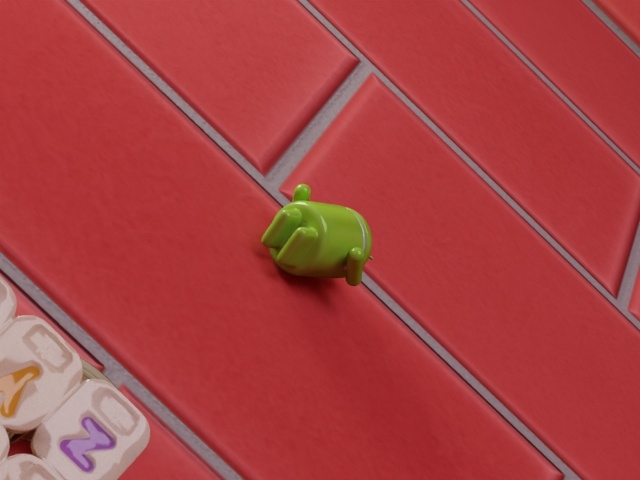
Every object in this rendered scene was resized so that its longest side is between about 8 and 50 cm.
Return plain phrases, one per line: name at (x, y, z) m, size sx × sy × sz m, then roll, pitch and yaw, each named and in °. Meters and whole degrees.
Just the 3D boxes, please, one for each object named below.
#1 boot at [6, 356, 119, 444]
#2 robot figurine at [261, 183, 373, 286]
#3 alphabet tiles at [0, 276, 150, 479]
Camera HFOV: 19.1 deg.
boot at (-0.211, 0.132, 1.200) m, size 0.213 × 0.077 × 0.165 m, roll 28°, pitch 34°, yaw -33°
robot figurine at (0.000, 0.000, 1.699) m, size 0.115 × 0.067 × 0.101 m, roll 7°, pitch 34°, yaw -52°
alphabet tiles at (-0.237, 0.143, 1.083) m, size 0.284 × 0.021 × 0.278 m, roll 44°, pitch 54°, yaw -3°
